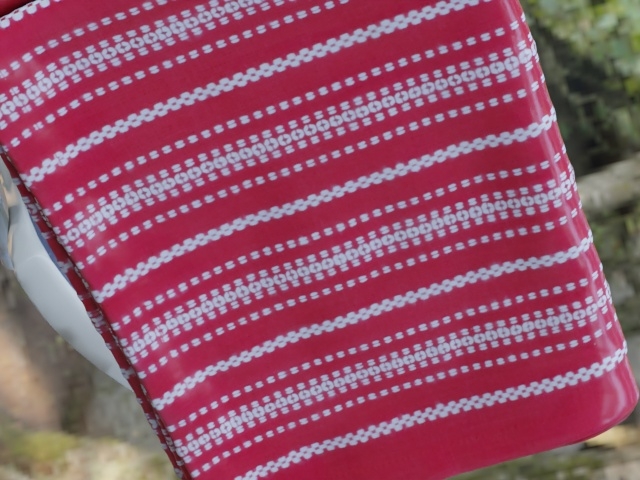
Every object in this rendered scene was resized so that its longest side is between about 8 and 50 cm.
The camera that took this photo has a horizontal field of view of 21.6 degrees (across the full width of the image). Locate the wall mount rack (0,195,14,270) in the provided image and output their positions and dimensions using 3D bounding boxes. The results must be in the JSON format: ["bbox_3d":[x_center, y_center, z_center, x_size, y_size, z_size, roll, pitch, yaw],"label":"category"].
[{"bbox_3d":[-0.316,-0.001,1.064,0.130,0.350,0.304,28,-25,48],"label":"wall mount rack"}]

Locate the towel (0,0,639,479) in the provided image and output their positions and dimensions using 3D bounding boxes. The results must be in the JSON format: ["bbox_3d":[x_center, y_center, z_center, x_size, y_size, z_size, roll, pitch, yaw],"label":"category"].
[{"bbox_3d":[0.000,0.000,0.637,0.031,0.199,0.275,-97,166,-53],"label":"towel"}]

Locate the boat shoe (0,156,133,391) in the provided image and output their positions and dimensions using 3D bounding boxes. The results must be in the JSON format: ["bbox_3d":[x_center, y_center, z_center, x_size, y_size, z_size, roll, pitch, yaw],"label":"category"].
[{"bbox_3d":[-0.120,-0.047,1.097,0.127,0.158,0.340,28,17,-36],"label":"boat shoe"}]
